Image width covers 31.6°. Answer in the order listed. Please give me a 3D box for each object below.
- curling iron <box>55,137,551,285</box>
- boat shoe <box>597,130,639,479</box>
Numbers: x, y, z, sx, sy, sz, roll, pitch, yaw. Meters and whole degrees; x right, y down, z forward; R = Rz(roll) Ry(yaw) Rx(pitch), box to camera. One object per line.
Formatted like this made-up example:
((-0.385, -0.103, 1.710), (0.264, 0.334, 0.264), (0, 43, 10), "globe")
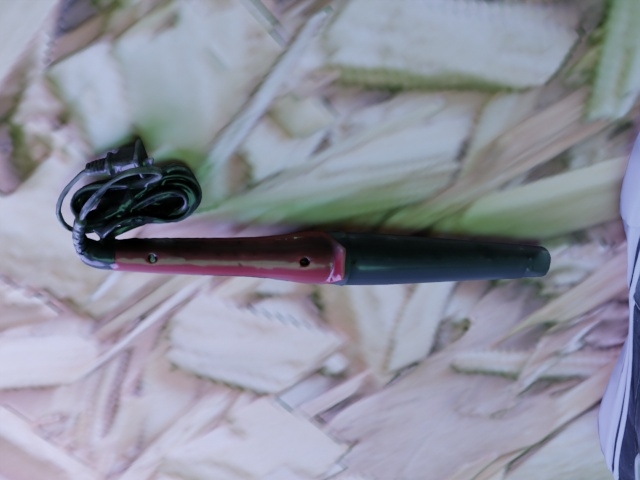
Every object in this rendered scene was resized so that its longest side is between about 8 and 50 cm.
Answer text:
((0.000, 0.000, 0.599), (0.274, 0.035, 0.068), (9, 126, -18), "curling iron")
((0.235, 0.050, 0.631), (0.121, 0.119, 0.335), (-8, 128, -4), "boat shoe")
